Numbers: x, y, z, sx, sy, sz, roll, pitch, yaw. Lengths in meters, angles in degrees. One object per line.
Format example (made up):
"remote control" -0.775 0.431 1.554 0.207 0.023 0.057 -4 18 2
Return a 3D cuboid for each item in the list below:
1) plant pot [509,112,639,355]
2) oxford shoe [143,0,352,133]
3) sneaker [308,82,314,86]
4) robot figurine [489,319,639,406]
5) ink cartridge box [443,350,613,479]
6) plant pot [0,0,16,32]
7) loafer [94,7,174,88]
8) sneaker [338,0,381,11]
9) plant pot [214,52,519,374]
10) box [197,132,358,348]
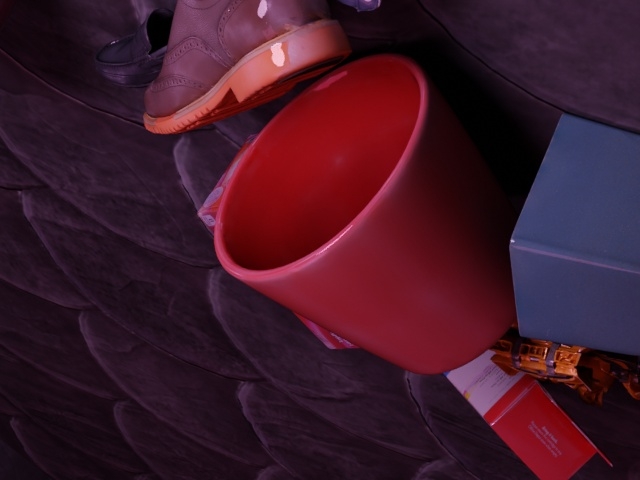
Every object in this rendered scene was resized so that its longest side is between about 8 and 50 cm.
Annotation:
"plant pot" 0.322 0.013 1.520 0.234 0.165 0.166 15 148 20
"oxford shoe" -0.091 -0.193 1.556 0.363 0.130 0.133 -18 95 59
"sneaker" 0.029 -0.125 1.706 0.067 0.042 0.118 -2 131 41
"robot figurine" 0.289 0.126 1.720 0.211 0.085 0.291 8 170 38
"ink cartridge box" 0.238 0.203 1.885 0.134 0.078 0.231 46 -179 -26
"plant pot" -0.413 -0.284 1.742 0.201 0.180 0.201 25 152 14
"loafer" -0.166 -0.217 1.722 0.223 0.076 0.078 -4 136 40
"sneaker" 0.058 -0.285 1.351 0.153 0.099 0.282 51 154 -23
"plant pot" 0.072 -0.009 1.600 0.275 0.275 0.243 -6 141 49
"box" 0.000 0.000 1.848 0.122 0.128 0.257 -7 134 50
